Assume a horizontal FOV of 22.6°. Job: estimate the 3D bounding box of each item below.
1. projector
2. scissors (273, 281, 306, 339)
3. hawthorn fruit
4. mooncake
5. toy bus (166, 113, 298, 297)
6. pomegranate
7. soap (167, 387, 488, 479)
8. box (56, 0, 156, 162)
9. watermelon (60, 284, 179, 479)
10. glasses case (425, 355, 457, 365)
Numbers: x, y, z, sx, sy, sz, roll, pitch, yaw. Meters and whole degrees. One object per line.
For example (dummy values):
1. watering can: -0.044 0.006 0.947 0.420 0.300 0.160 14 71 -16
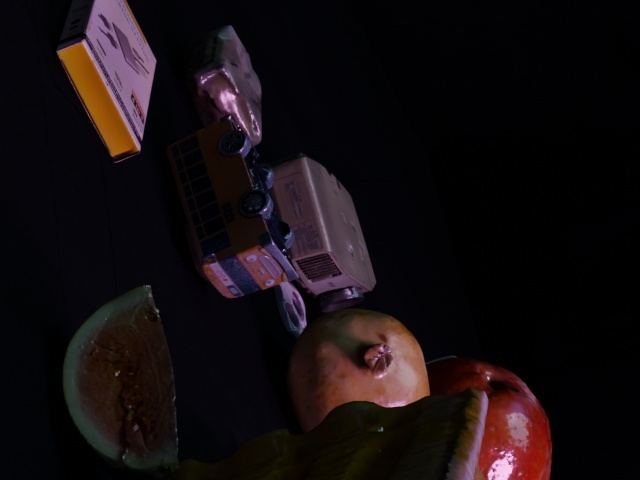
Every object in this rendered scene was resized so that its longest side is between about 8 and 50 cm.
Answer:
1. projector: 0.000 0.000 2.196 0.269 0.088 0.193 36 37 -71
2. scissors: -0.060 0.035 2.021 0.100 0.015 0.189 -68 136 -72
3. hawthorn fruit: 0.174 0.290 2.104 0.284 0.284 0.284 -20 90 -80
4. mooncake: -0.119 -0.180 1.951 0.125 0.073 0.130 -88 155 -57
5. toy bus: -0.096 -0.031 1.699 0.091 0.103 0.182 56 12 -55
6. pomegranate: 0.047 0.166 1.875 0.196 0.196 0.196 -20 90 -80
7. soap: -0.012 0.228 1.115 0.335 0.293 0.156 -41 114 -81
8. box: -0.209 -0.190 1.598 0.247 0.033 0.129 -92 159 -59
9. watermelon: -0.160 0.114 1.186 0.069 0.087 0.163 19 42 -36
10. glasses case: 0.164 0.284 2.405 0.313 0.131 0.070 -86 155 -67
